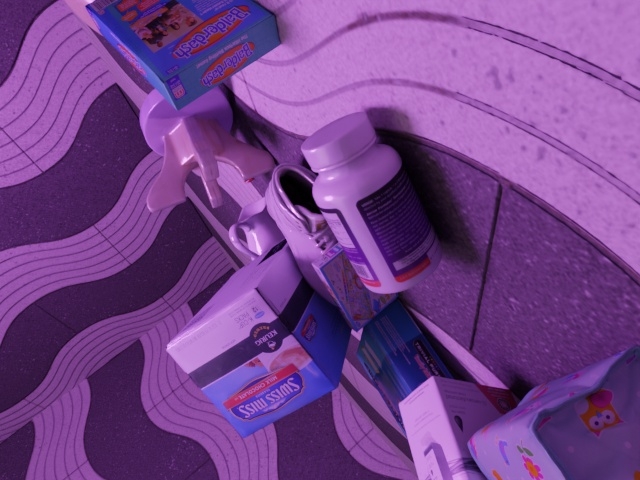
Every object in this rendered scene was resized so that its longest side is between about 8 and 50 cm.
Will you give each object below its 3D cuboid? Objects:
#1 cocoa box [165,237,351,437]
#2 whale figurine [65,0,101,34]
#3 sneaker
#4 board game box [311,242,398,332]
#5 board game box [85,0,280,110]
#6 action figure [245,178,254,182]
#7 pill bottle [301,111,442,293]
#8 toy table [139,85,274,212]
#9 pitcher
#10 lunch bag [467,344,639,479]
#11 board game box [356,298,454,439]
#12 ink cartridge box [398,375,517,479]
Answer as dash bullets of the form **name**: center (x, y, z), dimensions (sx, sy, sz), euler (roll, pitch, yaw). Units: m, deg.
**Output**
- **cocoa box**: center (-0.089, 0.165, 0.954), dimensions (0.228, 0.231, 0.347), euler (53, -160, -9)
- **whale figurine**: center (-0.296, -0.394, 0.803), dimensions (0.272, 0.141, 0.216), euler (31, 175, -24)
- **sneaker**: center (0.000, 0.000, 0.818), dimensions (0.292, 0.108, 0.169), euler (53, 168, 2)
- **board game box**: center (0.063, 0.068, 0.794), dimensions (0.026, 0.103, 0.154), euler (29, 153, 56)
- **board game box**: center (-0.178, -0.276, 0.602), dimensions (0.210, 0.160, 0.047), euler (45, 164, 26)
- **action figure**: center (-0.205, -0.192, 1.143), dimensions (0.115, 0.030, 0.038), euler (62, 168, -26)
- **pill bottle**: center (0.057, -0.042, 0.542), dimensions (0.193, 0.108, 0.108), euler (59, 164, -25)
- **toy table**: center (-0.234, -0.170, 0.907), dimensions (0.274, 0.252, 0.161), euler (71, 176, -82)
- **pitcher**: center (-0.138, 0.019, 1.169), dimensions (0.125, 0.178, 0.207), euler (-19, 111, 31)
- **lunch bag**: center (0.286, 0.261, 0.431), dimensions (0.262, 0.160, 0.223), euler (56, 167, 22)
- **board game box**: center (0.177, 0.287, 0.944), dimensions (0.254, 0.079, 0.336), euler (57, 169, 21)
- **ink cartridge box**: center (0.213, 0.304, 0.618), dimensions (0.092, 0.158, 0.218), euler (-55, 30, 35)
